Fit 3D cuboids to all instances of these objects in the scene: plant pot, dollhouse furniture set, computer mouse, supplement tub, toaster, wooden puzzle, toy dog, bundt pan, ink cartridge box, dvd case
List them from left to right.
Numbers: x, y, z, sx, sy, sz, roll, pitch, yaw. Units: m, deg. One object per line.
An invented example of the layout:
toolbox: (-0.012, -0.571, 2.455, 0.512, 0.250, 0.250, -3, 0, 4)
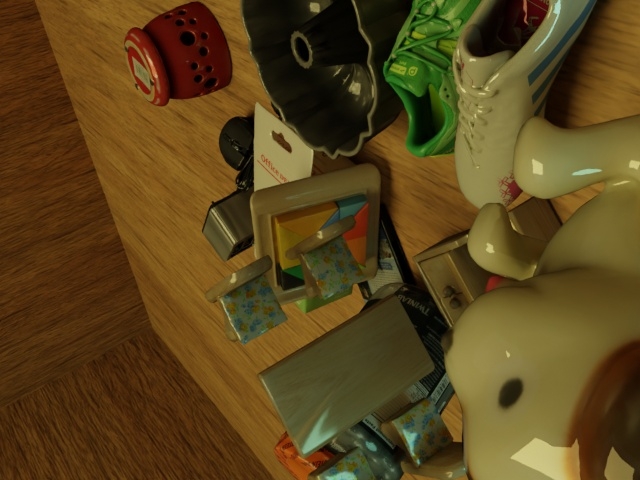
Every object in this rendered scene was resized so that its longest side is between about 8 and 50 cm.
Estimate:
plant pot: (-0.308, -0.390, 1.476, 0.191, 0.174, 0.191, 42, 146, 36)
computer mouse: (-0.150, -0.226, 1.402, 0.184, 0.060, 0.262, -60, 25, 20)
toaster: (-0.163, -0.053, 1.551, 0.110, 0.168, 0.186, 55, 156, 8)
ink cartridge box: (-0.027, -0.071, 1.280, 0.207, 0.119, 0.353, 45, 143, 41)
wooden puzzle: (0.000, 0.000, 1.168, 0.044, 0.221, 0.239, -121, 21, -48)
bundt pan: (0.020, -0.291, 0.996, 0.331, 0.124, 0.331, 43, 149, 34)
supplement tub: (0.089, 0.250, 1.121, 0.207, 0.338, 0.207, 31, 152, 19)
dvd case: (0.109, 0.052, 1.301, 0.180, 0.022, 0.253, 1, 116, 62)
dollhouse furniture set: (0.120, 0.124, 0.904, 0.362, 0.394, 0.256, 61, 155, 1)
toy dog: (0.273, 0.076, 0.542, 0.395, 0.408, 0.284, 58, 156, 10)

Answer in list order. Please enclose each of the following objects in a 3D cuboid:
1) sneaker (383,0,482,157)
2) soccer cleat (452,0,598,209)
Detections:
sneaker: (0.140, -0.228, 0.826, 0.109, 0.123, 0.296, 30, 139, 48)
soccer cleat: (0.183, -0.162, 0.738, 0.116, 0.143, 0.331, 45, 141, 35)
